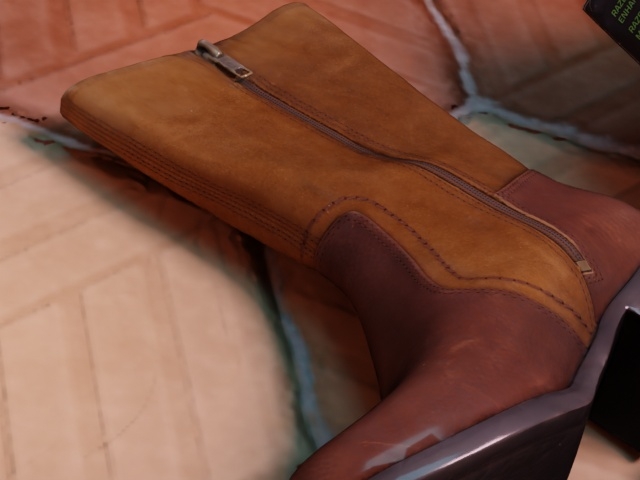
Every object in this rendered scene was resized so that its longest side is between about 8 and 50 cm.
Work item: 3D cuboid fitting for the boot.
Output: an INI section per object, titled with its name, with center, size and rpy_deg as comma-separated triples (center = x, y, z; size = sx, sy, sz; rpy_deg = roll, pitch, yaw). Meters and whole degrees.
[boot]
center = 0.000, 0.000, 0.702
size = 0.280, 0.096, 0.264
rpy_deg = 37, 46, 25

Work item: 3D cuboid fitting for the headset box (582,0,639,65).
[headset box]
center = 0.292, -0.071, 0.780
size = 0.246, 0.131, 0.283
rpy_deg = 3, 37, -42
